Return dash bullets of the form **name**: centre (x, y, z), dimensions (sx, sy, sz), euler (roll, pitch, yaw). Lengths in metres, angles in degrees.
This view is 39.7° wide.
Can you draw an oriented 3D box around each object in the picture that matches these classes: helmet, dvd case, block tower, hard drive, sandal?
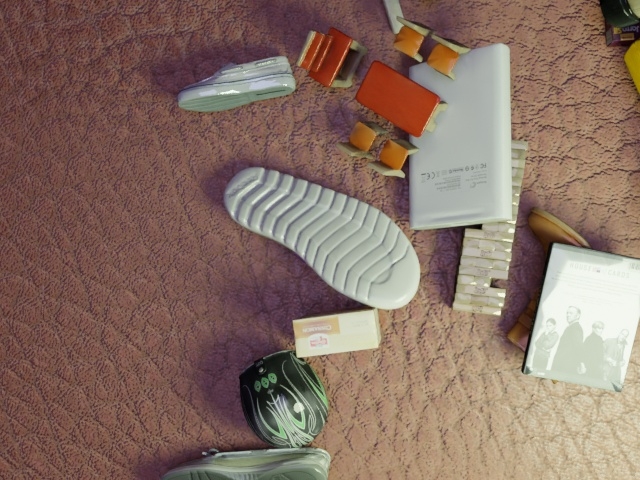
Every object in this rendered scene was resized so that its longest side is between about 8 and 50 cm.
- **helmet**: centre (-0.064, 0.298, 1.625), dimensions (0.169, 0.169, 0.161), euler (-28, 69, 4)
- **dvd case**: centre (0.463, 0.134, 1.548), dimensions (0.179, 0.029, 0.238), euler (11, 97, -1)
- **block tower**: centre (0.309, -0.033, 1.627), dimensions (0.097, 0.091, 0.335), euler (7, 89, 5)
- **hard drive**: centre (0.247, -0.180, 1.593), dimensions (0.203, 0.040, 0.307), euler (-6, 79, 43)
- **sandal**: centre (0.010, -0.012, 1.657), dimensions (0.416, 0.102, 0.169), euler (33, 76, 18)

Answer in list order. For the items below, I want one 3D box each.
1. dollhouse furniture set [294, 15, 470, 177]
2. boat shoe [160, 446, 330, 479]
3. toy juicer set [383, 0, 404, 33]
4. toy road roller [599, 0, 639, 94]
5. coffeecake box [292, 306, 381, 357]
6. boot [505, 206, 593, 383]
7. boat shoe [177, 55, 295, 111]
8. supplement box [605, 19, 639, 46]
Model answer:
- **dollhouse furniture set**: centre (0.095, -0.279, 1.590), dimensions (0.259, 0.135, 0.262), euler (35, 109, 25)
- **boat shoe**: centre (-0.140, 0.444, 1.660), dimensions (0.321, 0.103, 0.118), euler (-10, 106, 11)
- **toy juicer set**: centre (0.204, -0.564, 1.629), dimensions (0.329, 0.089, 0.209), euler (-38, 98, 8)
- **toy road roller**: centre (0.672, -0.382, 1.546), dimensions (0.241, 0.202, 0.329), euler (-32, 103, -27)
- **coffeecake box**: centre (0.033, 0.162, 1.598), dimensions (0.142, 0.185, 0.068), euler (-7, 88, 5)
- **boot**: centre (0.418, 0.100, 1.617), dimensions (0.220, 0.109, 0.283), euler (-42, 92, 7)
- **boat shoe**: centre (-0.163, -0.301, 1.694), dimensions (0.226, 0.083, 0.075), euler (-9, 75, -6)
- **supplement box**: centre (0.557, -0.404, 1.638), dimensions (0.055, 0.043, 0.083), euler (-5, 88, 4)
